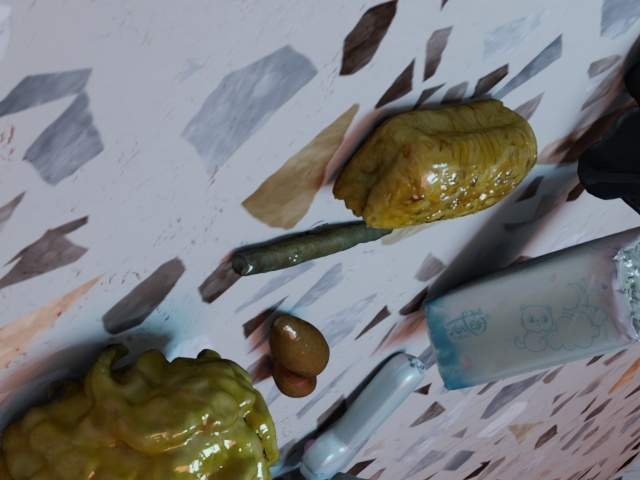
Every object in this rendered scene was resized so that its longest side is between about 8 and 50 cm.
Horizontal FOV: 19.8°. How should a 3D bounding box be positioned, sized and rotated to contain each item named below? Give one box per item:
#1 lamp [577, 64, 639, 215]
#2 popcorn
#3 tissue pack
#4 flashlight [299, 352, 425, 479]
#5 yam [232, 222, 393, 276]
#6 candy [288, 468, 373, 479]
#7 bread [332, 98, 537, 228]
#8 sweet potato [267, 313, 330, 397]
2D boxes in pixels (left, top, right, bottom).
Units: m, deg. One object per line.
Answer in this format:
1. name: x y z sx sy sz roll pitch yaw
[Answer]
1. lamp: 0.458 -0.118 1.871 0.205 0.272 0.374 -15 149 -54
2. popcorn: -0.154 0.189 1.557 0.250 0.190 0.250 -31 170 -6
3. tissue pack: 0.273 0.073 2.029 0.271 0.124 0.201 -18 -178 40
4. flashlight: 0.048 0.208 2.169 0.200 0.047 0.093 -50 161 18
5. yam: 0.000 0.002 1.660 0.027 0.029 0.234 -20 177 37
6. candy: 0.000 0.386 2.201 0.195 0.137 0.184 -35 135 -65
7. bread: 0.108 -0.065 1.629 0.211 0.083 0.114 -12 150 -51
8. sweet potato: -0.021 0.115 1.820 0.055 0.058 0.202 -57 165 -19
